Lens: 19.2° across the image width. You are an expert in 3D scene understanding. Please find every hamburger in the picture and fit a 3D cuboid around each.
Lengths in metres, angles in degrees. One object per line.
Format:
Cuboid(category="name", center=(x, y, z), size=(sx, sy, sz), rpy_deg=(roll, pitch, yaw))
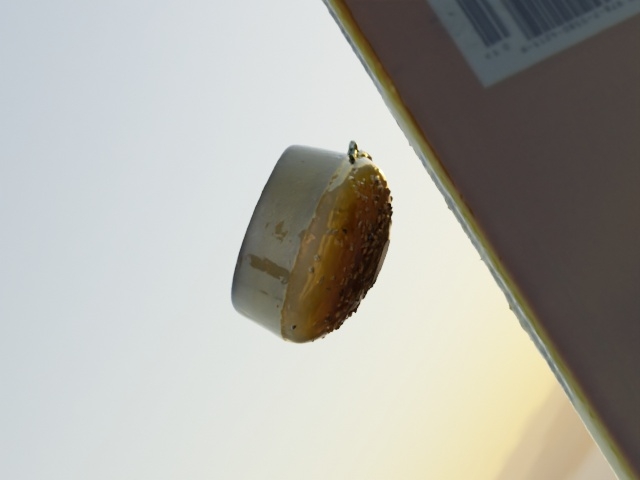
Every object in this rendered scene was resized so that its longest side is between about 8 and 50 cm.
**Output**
Cuboid(category="hamburger", center=(0.000, 0.000, 1.184), size=(0.141, 0.081, 0.126), rpy_deg=(-55, -17, -67))

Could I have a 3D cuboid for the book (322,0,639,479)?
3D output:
Cuboid(category="book", center=(0.194, -0.011, 0.637), size=(0.262, 0.374, 0.028), rpy_deg=(-25, -24, -11))
